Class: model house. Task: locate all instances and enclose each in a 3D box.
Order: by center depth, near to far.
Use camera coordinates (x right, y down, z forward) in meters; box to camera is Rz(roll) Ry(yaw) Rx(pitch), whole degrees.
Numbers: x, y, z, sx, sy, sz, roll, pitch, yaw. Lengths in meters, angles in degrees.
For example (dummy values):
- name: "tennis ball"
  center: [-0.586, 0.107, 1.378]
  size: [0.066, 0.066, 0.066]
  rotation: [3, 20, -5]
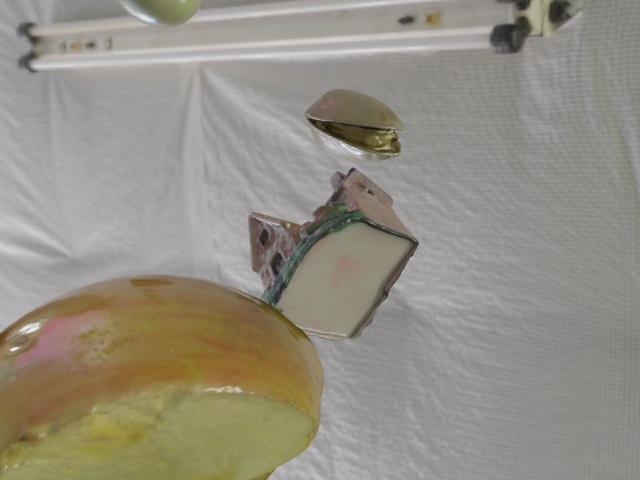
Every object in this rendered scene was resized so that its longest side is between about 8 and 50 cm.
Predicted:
- name: "model house"
  center: [0.000, 0.000, 1.554]
  size: [0.237, 0.202, 0.237]
  rotation: [-60, -145, 24]

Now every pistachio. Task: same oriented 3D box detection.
- name: "pistachio"
  center: [0.063, -0.206, 1.666]
  size: [0.223, 0.152, 0.126]
  rotation: [25, -67, 42]

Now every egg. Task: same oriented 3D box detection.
- name: "egg"
  center: [-0.349, -0.552, 1.900]
  size: [0.242, 0.186, 0.186]
  rotation: [46, -55, 10]

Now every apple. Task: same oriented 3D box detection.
- name: "apple"
  center: [-0.164, 0.150, 0.860]
  size: [0.309, 0.314, 0.252]
  rotation: [-29, -81, 5]
